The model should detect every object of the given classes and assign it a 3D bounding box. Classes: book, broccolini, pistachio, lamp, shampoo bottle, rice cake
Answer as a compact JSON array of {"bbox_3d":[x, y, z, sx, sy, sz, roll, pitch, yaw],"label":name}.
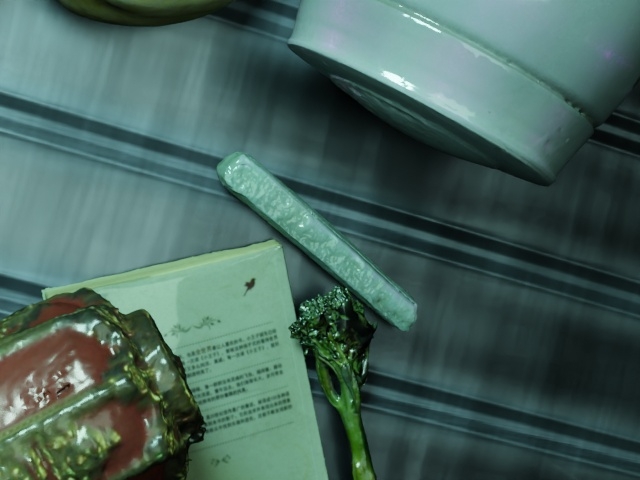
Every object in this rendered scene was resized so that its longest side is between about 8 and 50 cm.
[{"bbox_3d":[-0.094,0.159,1.407,0.201,0.026,0.289,-12,96,-19],"label":"book"},{"bbox_3d":[0.025,0.160,1.449,0.071,0.057,0.254,-10,105,-1],"label":"broccolini"},{"bbox_3d":[-0.133,-0.216,1.342,0.185,0.126,0.108,12,131,-23],"label":"pistachio"},{"bbox_3d":[-0.222,0.146,1.269,0.274,0.177,0.177,-25,101,-3],"label":"lamp"},{"bbox_3d":[0.129,-0.196,1.344,0.273,0.273,0.266,26,92,-19],"label":"shampoo bottle"},{"bbox_3d":[0.000,0.001,1.432,0.207,0.033,0.033,40,89,-18],"label":"rice cake"}]
